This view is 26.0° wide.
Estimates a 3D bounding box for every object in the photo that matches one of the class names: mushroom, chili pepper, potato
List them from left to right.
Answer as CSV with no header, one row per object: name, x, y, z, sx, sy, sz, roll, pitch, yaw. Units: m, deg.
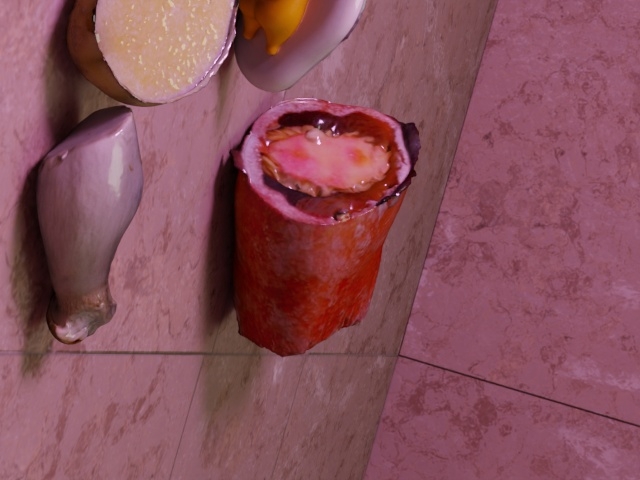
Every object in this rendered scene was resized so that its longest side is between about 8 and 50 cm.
mushroom,-0.205,-0.010,1.242,0.116,0.093,0.225,-94,-172,-68
potato,-0.158,-0.210,1.237,0.200,0.081,0.164,-58,135,-33
chili pepper,0.000,0.000,1.761,0.251,0.229,0.305,-83,177,-55

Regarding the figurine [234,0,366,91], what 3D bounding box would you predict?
figurine,-0.055,-0.279,1.488,0.141,0.166,0.250,1,119,-51
